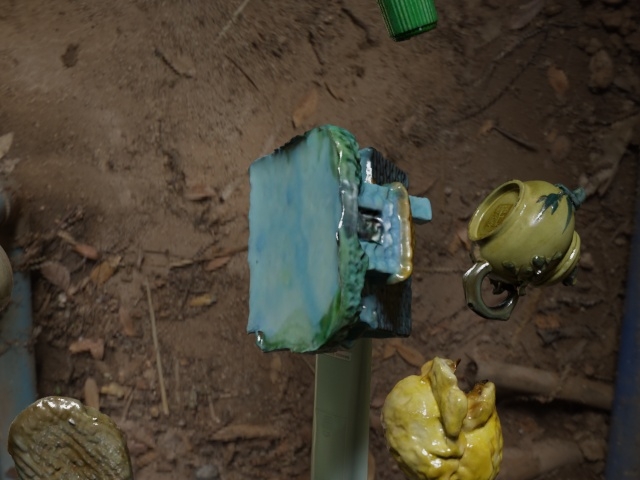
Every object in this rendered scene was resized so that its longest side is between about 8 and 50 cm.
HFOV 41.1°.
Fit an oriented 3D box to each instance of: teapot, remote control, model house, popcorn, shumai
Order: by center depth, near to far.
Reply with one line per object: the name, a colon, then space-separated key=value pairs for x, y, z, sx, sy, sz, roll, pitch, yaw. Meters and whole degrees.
model house: x=0.055 y=0.018 z=1.064 sx=0.241 sy=0.226 sz=0.261 roll=8 pitch=76 yaw=-33
shumai: x=-0.366 y=0.309 z=1.249 sx=0.161 sy=0.153 sz=0.209 roll=-40 pitch=107 yaw=-11
teapot: x=0.327 y=0.016 z=1.330 sx=0.183 sy=0.173 sz=0.269 roll=37 pitch=77 yaw=-16
remote control: x=0.026 y=0.271 z=1.331 sx=0.051 sy=0.103 sz=0.293 roll=-6 pitch=102 yaw=-50
popcorn: x=0.202 y=0.318 z=1.423 sx=0.190 sy=0.191 sz=0.253 roll=-2 pitch=92 yaw=21

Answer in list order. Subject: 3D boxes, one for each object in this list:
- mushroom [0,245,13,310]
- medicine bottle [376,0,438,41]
mushroom: x=-0.499 y=0.058 z=1.064 sx=0.227 sy=0.226 sz=0.178 roll=-6 pitch=95 yaw=-7
medicine bottle: x=0.050 y=-0.357 z=0.874 sx=0.076 sy=0.111 sz=0.308 roll=-19 pitch=100 yaw=-9
